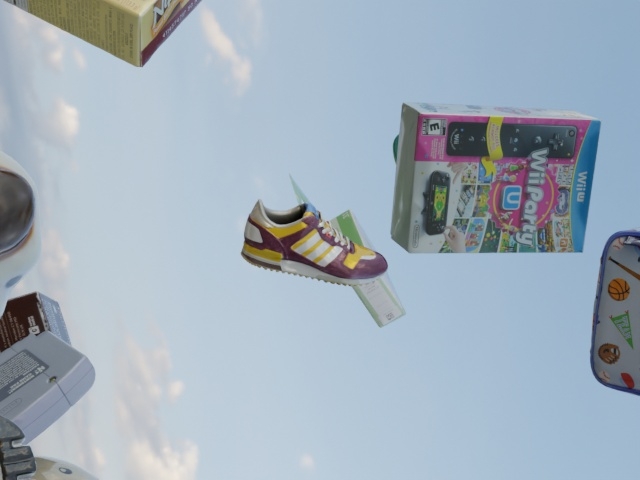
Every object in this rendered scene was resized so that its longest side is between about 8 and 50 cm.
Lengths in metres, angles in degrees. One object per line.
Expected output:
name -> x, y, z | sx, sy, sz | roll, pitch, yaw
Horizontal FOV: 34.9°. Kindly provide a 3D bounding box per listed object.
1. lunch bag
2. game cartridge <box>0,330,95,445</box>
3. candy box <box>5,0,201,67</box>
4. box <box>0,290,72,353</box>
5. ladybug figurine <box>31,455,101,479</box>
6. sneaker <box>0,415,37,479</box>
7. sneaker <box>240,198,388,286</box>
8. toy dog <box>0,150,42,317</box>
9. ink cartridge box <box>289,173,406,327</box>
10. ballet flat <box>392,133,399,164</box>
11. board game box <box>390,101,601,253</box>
lunch bag -> 0.596, 0.121, 1.739 | 0.243, 0.115, 0.303 | 12, -79, 36
game cartridge -> -0.479, 0.249, 1.475 | 0.198, 0.297, 0.062 | 23, -39, 48
candy box -> -0.294, -0.346, 1.187 | 0.316, 0.183, 0.087 | 27, -36, 10
box -> -0.514, 0.194, 1.713 | 0.203, 0.167, 0.168 | 124, -52, -81
ladybug figurine -> -0.369, 0.533, 1.598 | 0.305, 0.161, 0.449 | -66, 141, -54
sneaker -> -0.217, 0.226, 0.673 | 0.094, 0.081, 0.209 | -41, -126, 47
sneaker -> 0.000, 0.000, 1.233 | 0.069, 0.185, 0.084 | -119, -140, -64
toy dog -> -0.494, -0.014, 1.038 | 0.284, 0.407, 0.395 | 163, -69, -66
ink cartridge box -> 0.042, 0.005, 1.602 | 0.235, 0.056, 0.171 | 56, 8, -33
ballet flat -> 0.211, -0.097, 1.812 | 0.077, 0.077, 0.231 | -43, -109, 21
board game box -> 0.275, -0.098, 1.619 | 0.097, 0.303, 0.224 | -134, -134, -68
